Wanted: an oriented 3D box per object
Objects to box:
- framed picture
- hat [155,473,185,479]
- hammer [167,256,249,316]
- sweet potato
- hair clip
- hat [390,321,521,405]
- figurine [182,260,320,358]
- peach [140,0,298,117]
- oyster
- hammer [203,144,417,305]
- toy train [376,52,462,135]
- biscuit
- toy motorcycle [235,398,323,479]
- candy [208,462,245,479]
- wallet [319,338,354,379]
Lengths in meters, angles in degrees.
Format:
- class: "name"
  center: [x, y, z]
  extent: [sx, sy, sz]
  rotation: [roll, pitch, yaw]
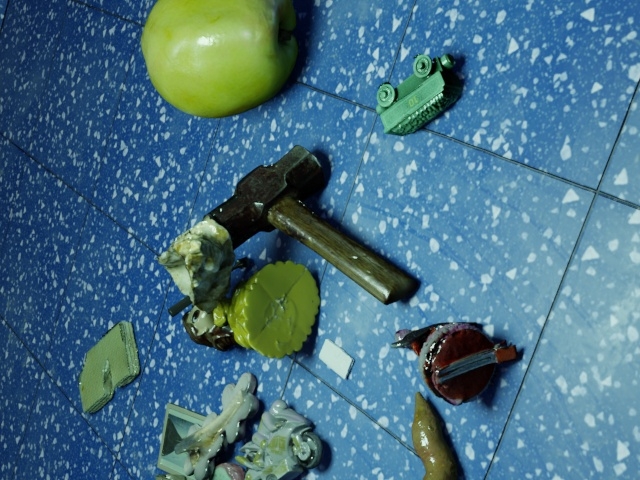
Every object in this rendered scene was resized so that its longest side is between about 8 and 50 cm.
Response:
- class: "framed picture"
  center: [-0.287, 0.446, 1.986]
  extent: [0.203, 0.015, 0.150]
  rotation: [7, 87, 50]
- class: "hat"
  center: [-0.290, 0.571, 1.883]
  extent: [0.147, 0.085, 0.175]
  rotation: [-1, 92, 61]
- class: "hammer"
  center: [-0.225, 0.092, 1.861]
  extent: [0.021, 0.201, 0.078]
  rotation: [56, 158, -5]
- class: "sweet potato"
  center: [0.179, 0.339, 1.433]
  extent: [0.051, 0.065, 0.218]
  rotation: [117, 154, -52]
- class: "hair clip"
  center: [-0.209, 0.379, 1.853]
  extent: [0.257, 0.075, 0.146]
  rotation: [-45, 29, 14]
- class: "hat"
  center: [0.188, 0.168, 1.441]
  extent: [0.140, 0.128, 0.227]
  rotation: [-38, 21, -12]
- class: "figurine"
  center: [-0.167, 0.146, 1.788]
  extent: [0.315, 0.168, 0.187]
  rotation: [-12, 62, 50]
- class: "peach"
  center: [-0.198, -0.390, 1.833]
  extent: [0.316, 0.314, 0.281]
  rotation: [-12, 86, 6]
- class: "oyster"
  center: [-0.219, 0.043, 1.655]
  extent: [0.166, 0.110, 0.341]
  rotation: [54, 159, 16]
- class: "hammer"
  center: [0.000, 0.000, 1.640]
  extent: [0.409, 0.242, 0.095]
  rotation: [36, 154, 31]
- class: "toy train"
  center: [0.167, -0.246, 1.558]
  extent: [0.172, 0.070, 0.099]
  rotation: [-34, 65, 39]
- class: "biscuit"
  center: [-0.528, 0.318, 2.268]
  extent: [0.250, 0.046, 0.147]
  rotation: [-41, 55, 36]
- class: "toy motorcycle"
  center: [-0.080, 0.379, 1.715]
  extent: [0.225, 0.073, 0.152]
  rotation: [-36, 56, 38]
- class: "candy"
  center: [-0.185, 0.498, 1.835]
  extent: [0.103, 0.043, 0.103]
  rotation: [-14, 70, 46]
- class: "wallet"
  center: [0.029, 0.216, 1.666]
  extent: [0.083, 0.011, 0.044]
  rotation: [34, 108, 48]
